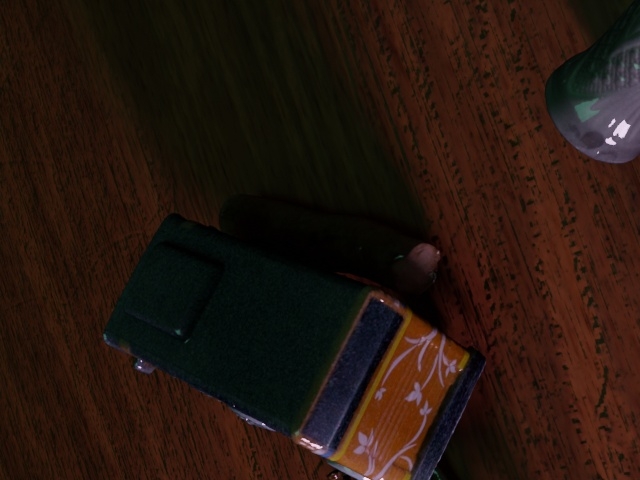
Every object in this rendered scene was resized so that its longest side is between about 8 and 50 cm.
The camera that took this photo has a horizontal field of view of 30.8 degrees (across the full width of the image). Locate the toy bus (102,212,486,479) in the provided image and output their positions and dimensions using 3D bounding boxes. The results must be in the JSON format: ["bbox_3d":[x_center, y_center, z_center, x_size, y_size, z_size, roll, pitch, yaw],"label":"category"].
[{"bbox_3d":[-0.032,0.084,0.920,0.275,0.167,0.138,19,78,46],"label":"toy bus"}]

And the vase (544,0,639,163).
[{"bbox_3d":[0.218,-0.131,0.655,0.096,0.096,0.219,60,141,16],"label":"vase"}]

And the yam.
[{"bbox_3d":[0.000,0.000,0.973,0.241,0.057,0.056,15,113,45],"label":"yam"}]

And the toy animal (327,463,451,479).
[{"bbox_3d":[0.114,0.255,0.923,0.260,0.087,0.243,52,149,22],"label":"toy animal"}]
